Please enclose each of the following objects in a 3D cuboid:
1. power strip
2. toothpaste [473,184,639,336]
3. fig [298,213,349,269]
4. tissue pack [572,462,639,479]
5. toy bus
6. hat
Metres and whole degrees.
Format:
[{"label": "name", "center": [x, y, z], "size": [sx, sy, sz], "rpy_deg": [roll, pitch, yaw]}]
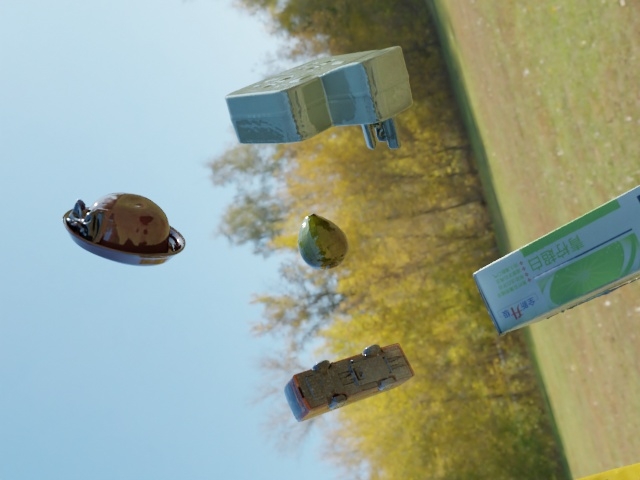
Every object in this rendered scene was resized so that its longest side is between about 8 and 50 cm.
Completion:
[{"label": "power strip", "center": [0.021, -0.205, 1.264], "size": [0.229, 0.261, 0.141], "rpy_deg": [-32, -65, -38]}, {"label": "toothpaste", "center": [0.284, -0.019, 0.661], "size": [0.081, 0.336, 0.067], "rpy_deg": [-8, -110, -52]}, {"label": "fig", "center": [0.000, 0.000, 1.210], "size": [0.088, 0.074, 0.074], "rpy_deg": [62, -172, 13]}, {"label": "tissue pack", "center": [0.510, 0.606, 1.540], "size": [0.228, 0.381, 0.293], "rpy_deg": [-95, -14, -62]}, {"label": "toy bus", "center": [0.039, 0.197, 1.152], "size": [0.065, 0.192, 0.077], "rpy_deg": [63, 143, 21]}, {"label": "hat", "center": [-0.319, -0.029, 1.374], "size": [0.205, 0.205, 0.089], "rpy_deg": [-71, 2, -73]}]
